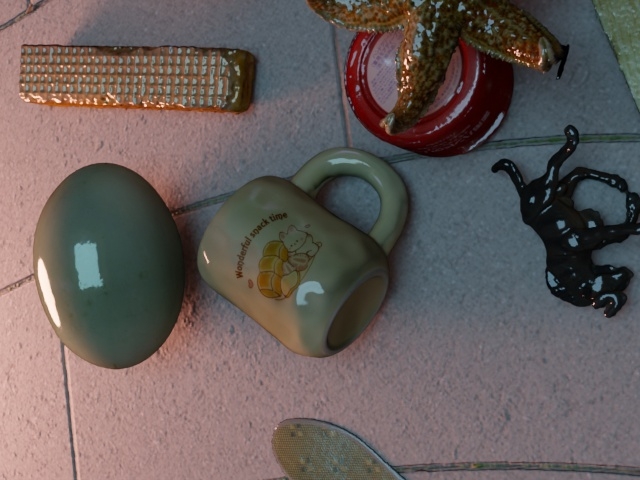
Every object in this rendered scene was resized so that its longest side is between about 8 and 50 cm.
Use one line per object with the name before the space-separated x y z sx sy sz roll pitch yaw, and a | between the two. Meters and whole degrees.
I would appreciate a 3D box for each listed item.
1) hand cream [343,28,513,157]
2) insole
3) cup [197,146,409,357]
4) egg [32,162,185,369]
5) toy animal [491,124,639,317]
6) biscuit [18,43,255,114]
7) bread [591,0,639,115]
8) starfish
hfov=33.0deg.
hand cream | 0.133 -0.201 1.332 0.193 0.125 0.193 -1 87 27
insole | 0.066 0.330 1.406 0.322 0.007 0.109 31 101 23
cup | -0.003 0.014 1.392 0.202 0.255 0.173 35 145 23
egg | -0.287 0.035 1.473 0.203 0.203 0.283 -6 88 25
toy animal | 0.297 -0.024 1.271 0.148 0.084 0.233 -41 76 19
biscuit | -0.269 -0.233 1.556 0.378 0.054 0.094 5 91 25
bread | 0.400 -0.225 1.259 0.112 0.036 0.193 -23 75 17
starfish | 0.150 -0.260 1.203 0.303 0.113 0.312 36 87 21
